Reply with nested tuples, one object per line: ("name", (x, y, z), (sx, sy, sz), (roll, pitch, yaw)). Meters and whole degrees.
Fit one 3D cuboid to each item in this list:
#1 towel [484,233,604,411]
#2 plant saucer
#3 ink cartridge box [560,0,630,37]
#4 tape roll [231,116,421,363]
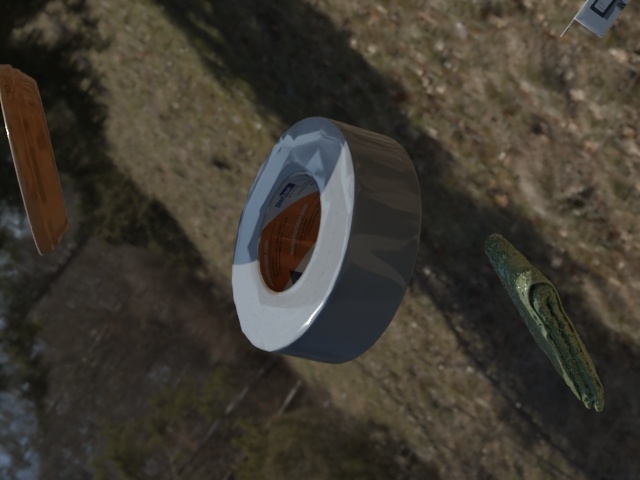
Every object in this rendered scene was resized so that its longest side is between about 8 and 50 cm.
("towel", (0.188, 0.066, 0.933), (0.148, 0.027, 0.110), (56, -178, -28))
("plant saucer", (-0.292, -0.084, 1.151), (0.200, 0.037, 0.200), (167, 90, -79))
("ink cartridge box", (0.227, -0.189, 0.887), (0.028, 0.083, 0.048), (38, -161, 6))
("tape roll", (0.000, 0.000, 1.028), (0.072, 0.219, 0.219), (15, -171, -29))
